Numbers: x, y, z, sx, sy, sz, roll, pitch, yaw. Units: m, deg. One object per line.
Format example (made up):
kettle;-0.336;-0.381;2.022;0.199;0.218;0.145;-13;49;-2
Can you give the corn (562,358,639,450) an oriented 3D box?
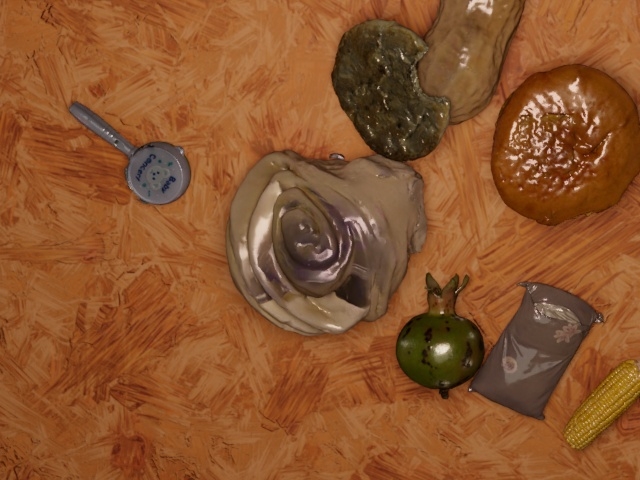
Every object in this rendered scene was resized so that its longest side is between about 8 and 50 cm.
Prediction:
corn;0.515;0.293;1.683;0.067;0.067;0.206;35;111;-1

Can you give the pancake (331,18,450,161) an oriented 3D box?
pancake;0.112;-0.246;1.549;0.253;0.037;0.254;31;135;36

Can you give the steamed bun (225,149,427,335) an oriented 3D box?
steamed bun;0.000;0.000;1.601;0.394;0.237;0.347;-40;95;17

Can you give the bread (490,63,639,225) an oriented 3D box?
bread;0.405;-0.160;1.541;0.268;0.146;0.269;2;108;6

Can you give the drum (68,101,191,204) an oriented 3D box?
drum;-0.336;-0.177;1.707;0.130;0.049;0.253;-36;97;17

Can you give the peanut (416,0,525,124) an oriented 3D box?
peanut;0.242;-0.320;1.518;0.143;0.159;0.291;16;108;-18

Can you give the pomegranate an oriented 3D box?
pomegranate;0.221;0.164;1.672;0.156;0.156;0.220;15;76;5

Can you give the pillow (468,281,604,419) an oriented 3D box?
pillow;0.387;0.203;1.685;0.169;0.059;0.255;24;107;0
